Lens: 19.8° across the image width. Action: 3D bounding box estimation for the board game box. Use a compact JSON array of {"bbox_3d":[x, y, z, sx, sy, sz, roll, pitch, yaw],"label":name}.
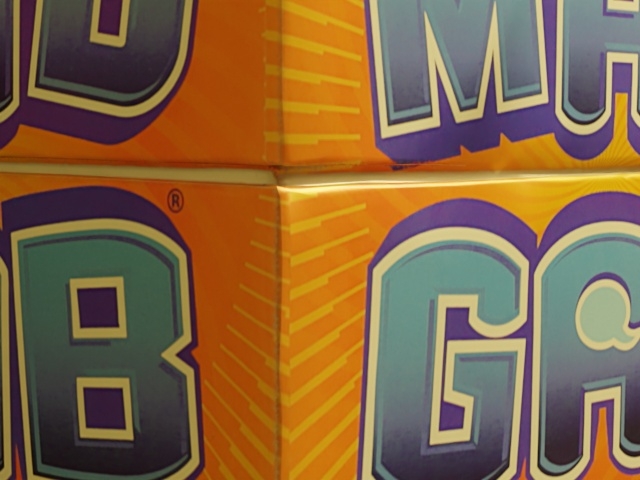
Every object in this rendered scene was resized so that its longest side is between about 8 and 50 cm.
[{"bbox_3d":[-0.022,-0.035,0.803,0.356,0.356,0.357,3,5,43],"label":"board game box"}]
